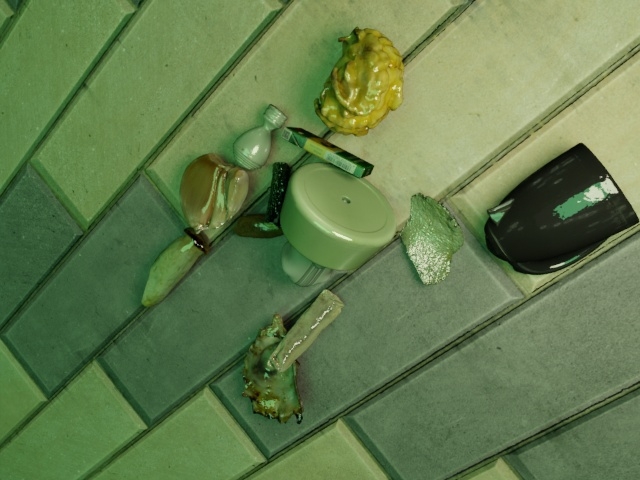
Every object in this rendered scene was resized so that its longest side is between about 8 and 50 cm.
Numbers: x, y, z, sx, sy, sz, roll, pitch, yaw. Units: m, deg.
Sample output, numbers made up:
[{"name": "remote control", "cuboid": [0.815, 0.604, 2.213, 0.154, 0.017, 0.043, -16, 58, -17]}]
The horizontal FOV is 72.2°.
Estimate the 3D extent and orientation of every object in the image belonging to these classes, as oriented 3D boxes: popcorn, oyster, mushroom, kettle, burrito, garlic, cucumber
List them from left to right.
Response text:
[{"name": "mushroom", "cuboid": [-0.479, 0.088, 1.400, 0.333, 0.087, 0.107, -42, 88, 23]}, {"name": "garlic", "cuboid": [-0.316, -0.136, 1.293, 0.217, 0.110, 0.228, 33, 103, 20]}, {"name": "oyster", "cuboid": [-0.152, 0.392, 1.356, 0.221, 0.096, 0.361, -2, 100, 23]}, {"name": "cucumber", "cuboid": [-0.119, -0.123, 1.228, 0.058, 0.058, 0.187, 5, 79, 16]}, {"name": "burrito", "cuboid": [-0.042, 0.262, 1.250, 0.082, 0.059, 0.275, 39, 72, 7]}, {"name": "popcorn", "cuboid": [0.092, -0.368, 1.058, 0.190, 0.250, 0.250, 13, 109, -25]}, {"name": "kettle", "cuboid": [0.536, -0.034, 1.011, 0.290, 0.207, 0.268, -37, 116, 26]}]

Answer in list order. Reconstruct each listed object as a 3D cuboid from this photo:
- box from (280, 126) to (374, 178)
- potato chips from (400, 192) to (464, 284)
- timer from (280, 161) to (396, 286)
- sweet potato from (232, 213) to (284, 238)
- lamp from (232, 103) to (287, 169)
[{"name": "box", "cuboid": [0.022, -0.232, 1.150, 0.235, 0.132, 0.034, 29, 110, 9]}, {"name": "potato chips", "cuboid": [0.288, -0.001, 1.156, 0.167, 0.059, 0.228, 18, 111, 19]}, {"name": "timer", "cuboid": [0.000, 0.000, 1.161, 0.291, 0.291, 0.315, 38, 130, 7]}, {"name": "sweet potato", "cuboid": [-0.146, -0.045, 1.272, 0.244, 0.077, 0.077, -3, 100, 19]}, {"name": "lamp", "cuboid": [-0.168, -0.283, 1.219, 0.106, 0.106, 0.193, 39, 102, 6]}]
